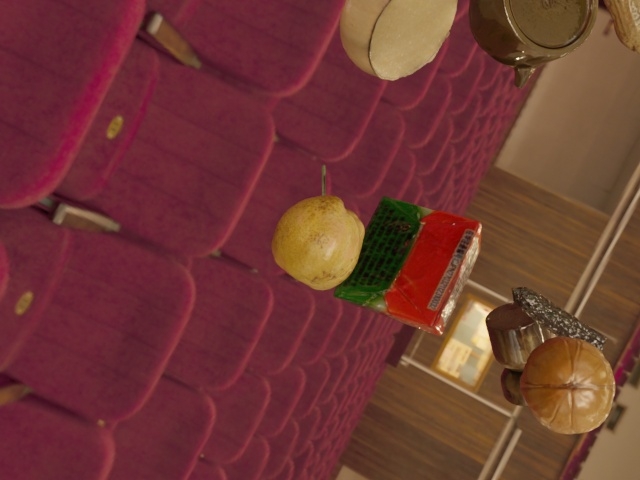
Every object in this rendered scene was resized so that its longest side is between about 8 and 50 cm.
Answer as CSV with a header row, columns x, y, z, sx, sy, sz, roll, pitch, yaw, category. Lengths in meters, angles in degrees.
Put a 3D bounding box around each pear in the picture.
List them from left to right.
x,y,z,sx,sy,sz,roll,pitch,yaw,category
0.000,0.000,1.364,0.178,0.178,0.178,-60,171,-16,pear

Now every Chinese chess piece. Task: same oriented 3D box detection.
x,y,z,sx,sy,sz,roll,pitch,yaw,category
0.212,-0.597,1.957,0.338,0.140,0.338,-31,148,-22,Chinese chess piece

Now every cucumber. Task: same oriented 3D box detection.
x,y,z,sx,sy,sz,roll,pitch,yaw,category
0.588,0.195,1.827,0.072,0.300,0.072,-54,-169,16,cucumber

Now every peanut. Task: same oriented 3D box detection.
x,y,z,sx,sy,sz,roll,pitch,yaw,category
0.791,-0.582,1.874,0.090,0.214,0.098,-15,-166,38,peanut

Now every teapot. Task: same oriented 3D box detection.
x,y,z,sx,sy,sz,roll,pitch,yaw,category
0.319,-0.385,1.187,0.175,0.185,0.268,-175,-108,-68,teapot

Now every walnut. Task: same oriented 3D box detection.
x,y,z,sx,sy,sz,roll,pitch,yaw,category
0.492,0.289,1.458,0.193,0.193,0.226,-61,158,-9,walnut

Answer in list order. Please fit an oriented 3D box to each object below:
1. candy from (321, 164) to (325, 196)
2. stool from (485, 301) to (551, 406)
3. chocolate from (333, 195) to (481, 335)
x,y,z,sx,sy,sz,roll,pitch,yaw,category
0.009,-0.094,1.800,0.084,0.078,0.288,86,2,-46,candy
0.609,0.336,2.191,0.179,0.179,0.264,-47,124,-60,stool
0.270,0.083,2.181,0.360,0.341,0.161,-62,147,-16,chocolate
